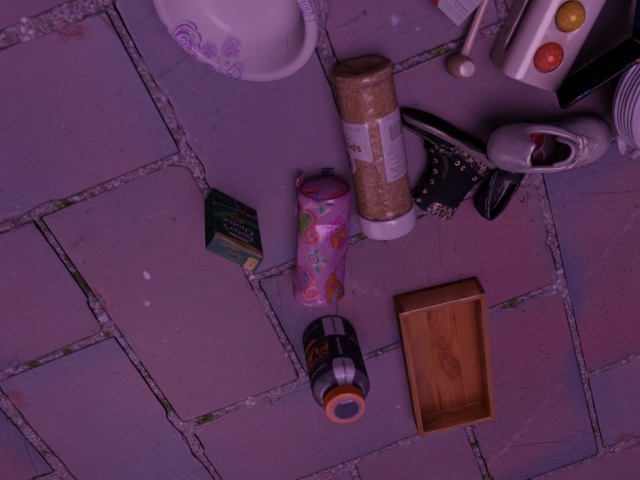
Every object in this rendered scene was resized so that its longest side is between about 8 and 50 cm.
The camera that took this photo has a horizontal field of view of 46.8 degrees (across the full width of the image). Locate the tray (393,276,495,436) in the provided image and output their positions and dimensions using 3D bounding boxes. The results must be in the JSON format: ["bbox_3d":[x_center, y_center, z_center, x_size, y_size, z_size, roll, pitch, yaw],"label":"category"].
[{"bbox_3d":[0.307,0.292,1.802,0.202,0.076,0.411,-13,123,-1],"label":"tray"}]

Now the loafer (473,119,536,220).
[{"bbox_3d":[0.397,-0.142,1.544,0.076,0.078,0.223,16,116,-19],"label":"loafer"}]

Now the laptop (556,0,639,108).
[{"bbox_3d":[0.514,-0.382,1.336,0.264,0.234,0.137,-33,99,23],"label":"laptop"}]

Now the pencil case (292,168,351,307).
[{"bbox_3d":[0.000,0.000,1.548,0.124,0.124,0.284,-3,122,-8],"label":"pencil case"}]

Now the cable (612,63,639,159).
[{"bbox_3d":[0.672,-0.276,1.384,0.257,0.089,0.257,-31,130,7],"label":"cable"}]

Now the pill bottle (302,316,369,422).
[{"bbox_3d":[0.037,0.292,1.654,0.130,0.246,0.130,-4,122,-7],"label":"pill bottle"}]

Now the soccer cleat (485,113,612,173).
[{"bbox_3d":[0.479,-0.178,1.450,0.331,0.143,0.116,-9,111,-27],"label":"soccer cleat"}]

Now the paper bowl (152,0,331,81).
[{"bbox_3d":[-0.121,-0.412,1.212,0.284,0.148,0.284,13,147,9],"label":"paper bowl"}]

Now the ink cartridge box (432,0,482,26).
[{"bbox_3d":[0.257,-0.494,1.308,0.127,0.072,0.175,35,111,-25],"label":"ink cartridge box"}]

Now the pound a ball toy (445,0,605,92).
[{"bbox_3d":[0.392,-0.409,1.346,0.208,0.136,0.319,14,118,-17],"label":"pound a ball toy"}]

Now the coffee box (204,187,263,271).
[{"bbox_3d":[-0.173,-0.023,1.462,0.113,0.184,0.040,28,114,-23],"label":"coffee box"}]

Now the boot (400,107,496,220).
[{"bbox_3d":[0.228,-0.150,1.511,0.236,0.085,0.179,24,118,-20],"label":"boot"}]

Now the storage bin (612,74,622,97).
[{"bbox_3d":[0.697,-0.296,1.497,0.180,0.084,0.122,-19,122,2],"label":"storage bin"}]

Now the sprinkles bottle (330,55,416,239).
[{"bbox_3d":[0.109,-0.176,1.452,0.121,0.121,0.355,-14,122,-1],"label":"sprinkles bottle"}]
